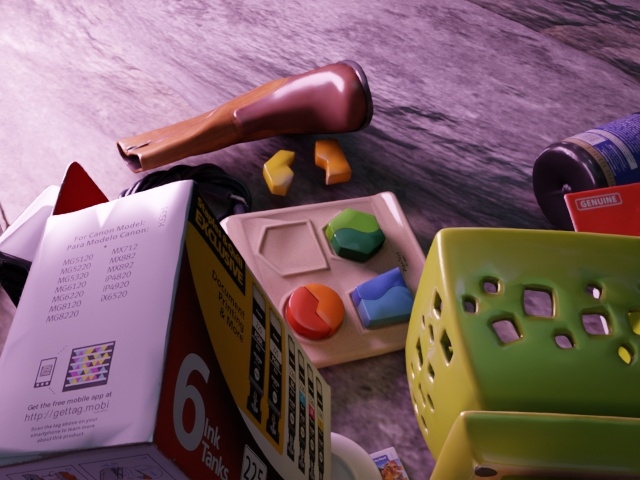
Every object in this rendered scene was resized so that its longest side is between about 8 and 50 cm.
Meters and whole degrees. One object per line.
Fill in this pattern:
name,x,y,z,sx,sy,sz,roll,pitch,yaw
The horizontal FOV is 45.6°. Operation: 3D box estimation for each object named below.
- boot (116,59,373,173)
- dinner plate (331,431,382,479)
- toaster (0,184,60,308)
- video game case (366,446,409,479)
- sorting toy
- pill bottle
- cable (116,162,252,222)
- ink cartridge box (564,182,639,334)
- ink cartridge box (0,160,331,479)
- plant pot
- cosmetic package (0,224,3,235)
boot,-0.101,-0.152,0.960,0.281,0.096,0.264,-21,23,-25
dinner plate,-0.010,0.239,0.706,0.141,0.017,0.141,-4,50,5
toaster,-0.232,0.044,0.776,0.168,0.185,0.110,18,56,15
video game case,0.053,0.259,0.707,0.087,0.011,0.122,-14,49,-15
sorting toy,0.000,0.000,0.890,0.229,0.041,0.307,-12,57,-17
pill bottle,0.394,-0.096,0.980,0.219,0.122,0.122,-21,51,-20
cable,-0.180,-0.046,0.956,0.185,0.047,0.150,-1,47,-3
ink cartridge box,0.437,0.031,0.845,0.275,0.060,0.238,-9,75,-11
ink cartridge box,-0.097,0.112,0.612,0.130,0.309,0.271,-12,48,14
plant pot,0.201,0.139,0.689,0.228,0.227,0.207,4,53,0
cosmetic package,-0.444,0.090,0.772,0.160,0.113,0.309,0,46,-3
